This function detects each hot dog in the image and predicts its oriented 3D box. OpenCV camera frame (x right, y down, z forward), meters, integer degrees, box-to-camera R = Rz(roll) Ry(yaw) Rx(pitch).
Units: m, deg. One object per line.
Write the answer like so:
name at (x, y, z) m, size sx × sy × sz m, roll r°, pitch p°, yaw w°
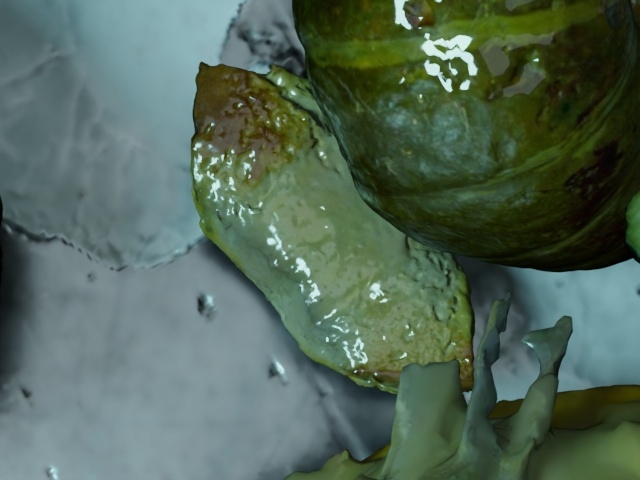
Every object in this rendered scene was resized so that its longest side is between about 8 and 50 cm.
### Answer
hot dog at (0.001, 0.000, 0.761) m, size 0.078 × 0.061 × 0.169 m, roll -35°, pitch 87°, yaw -6°

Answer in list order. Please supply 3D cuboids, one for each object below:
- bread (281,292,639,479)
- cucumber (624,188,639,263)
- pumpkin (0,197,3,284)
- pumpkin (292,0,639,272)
bread at (0.157, 0.180, 0.671) m, size 0.388 × 0.183 × 0.236 m, roll 22°, pitch 110°, yaw 0°
cucumber at (0.212, 0.070, 0.720) m, size 0.067 × 0.067 × 0.293 m, roll -48°, pitch 124°, yaw -7°
pumpkin at (-0.235, -0.008, 0.652) m, size 0.248 × 0.248 × 0.248 m, roll 0°, pitch 84°, yaw -4°
pumpkin at (0.077, -0.088, 0.721) m, size 0.219 × 0.162 × 0.219 m, roll -3°, pitch 94°, yaw -49°
